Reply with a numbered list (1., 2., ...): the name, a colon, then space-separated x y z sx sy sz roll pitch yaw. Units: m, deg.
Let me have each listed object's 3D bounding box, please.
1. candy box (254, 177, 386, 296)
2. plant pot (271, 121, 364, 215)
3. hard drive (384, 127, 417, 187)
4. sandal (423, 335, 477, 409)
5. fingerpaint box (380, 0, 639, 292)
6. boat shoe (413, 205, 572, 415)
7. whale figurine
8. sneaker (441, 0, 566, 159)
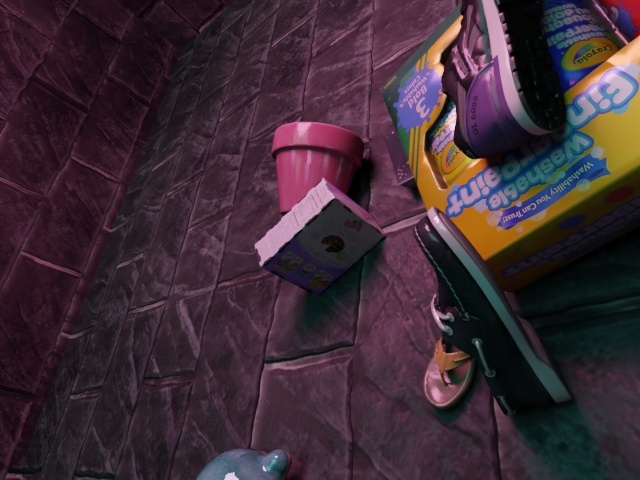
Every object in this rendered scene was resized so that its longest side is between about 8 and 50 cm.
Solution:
1. candy box: 0.000 0.000 0.909 0.196 0.165 0.070 -43 42 16
2. plant pot: -0.013 -0.137 1.018 0.201 0.201 0.180 -1 79 47
3. hard drive: 0.248 -0.215 0.884 0.255 0.054 0.172 -34 43 27
4. sandal: 0.201 0.156 0.674 0.180 0.049 0.072 -57 38 -1
5. fingerpaint box: 0.316 -0.200 0.590 0.445 0.163 0.371 -41 50 39
6. boat shoe: 0.183 0.097 0.536 0.091 0.302 0.114 -32 16 20
7. whale figurine: -0.109 0.440 0.734 0.272 0.141 0.216 4 67 48
8. sneaker: 0.187 -0.235 0.552 0.124 0.107 0.283 -25 59 54
